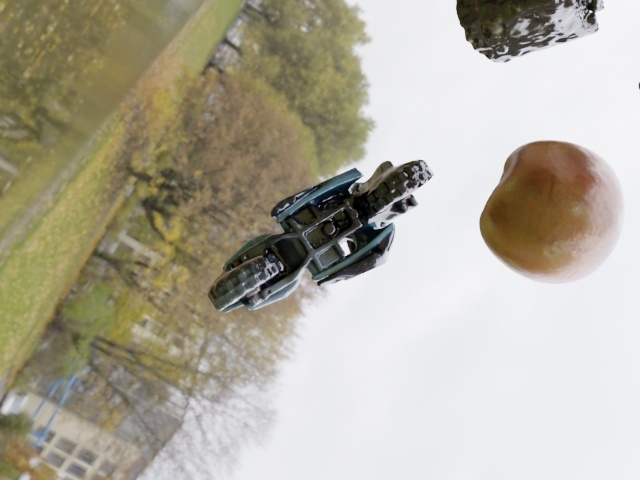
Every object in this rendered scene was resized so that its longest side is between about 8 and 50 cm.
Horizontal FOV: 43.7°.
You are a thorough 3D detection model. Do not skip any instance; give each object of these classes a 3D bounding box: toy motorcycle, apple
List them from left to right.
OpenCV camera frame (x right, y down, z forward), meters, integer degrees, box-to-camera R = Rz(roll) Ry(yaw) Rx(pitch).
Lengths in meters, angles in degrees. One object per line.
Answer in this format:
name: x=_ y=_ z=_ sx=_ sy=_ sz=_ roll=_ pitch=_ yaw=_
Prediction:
toy motorcycle: x=0.000 y=0.000 z=1.309 sx=0.416 sy=0.172 sz=0.232 roll=-34 pitch=179 yaw=-14
apple: x=0.390 y=-0.054 z=1.373 sx=0.253 sy=0.254 sz=0.253 roll=-51 pitch=-165 yaw=19

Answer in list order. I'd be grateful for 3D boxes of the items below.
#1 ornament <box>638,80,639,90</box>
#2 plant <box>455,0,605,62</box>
ornament: x=0.647 y=-0.279 z=1.219 sx=0.245 sy=0.061 sz=0.230 roll=-26 pitch=-174 yaw=-37
plant: x=0.335 y=-0.385 z=1.151 sx=0.276 sy=0.199 sz=0.188 roll=-27 pitch=-113 yaw=32
